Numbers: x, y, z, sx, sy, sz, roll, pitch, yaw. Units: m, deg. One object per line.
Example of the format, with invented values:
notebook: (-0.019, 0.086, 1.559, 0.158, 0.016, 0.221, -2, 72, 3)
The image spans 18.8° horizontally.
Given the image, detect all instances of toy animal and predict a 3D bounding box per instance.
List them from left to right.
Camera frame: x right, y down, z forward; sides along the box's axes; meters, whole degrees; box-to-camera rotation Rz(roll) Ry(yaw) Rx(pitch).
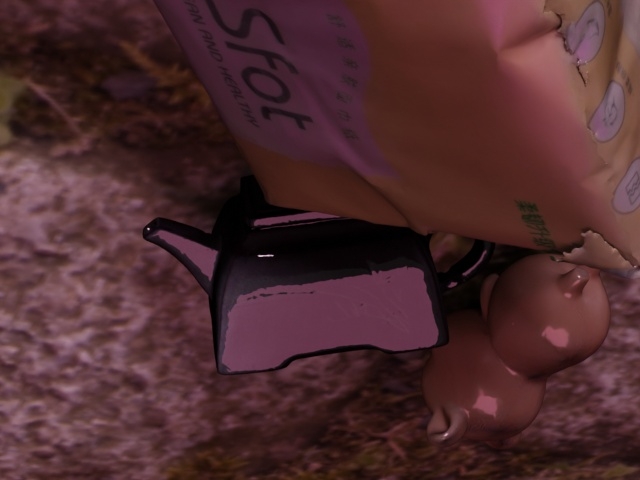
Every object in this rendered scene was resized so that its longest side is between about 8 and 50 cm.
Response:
toy animal: (0.107, 0.060, 1.065, 0.083, 0.089, 0.150, 16, 127, -23)

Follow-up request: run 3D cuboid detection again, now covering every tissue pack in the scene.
tissue pack: (0.032, -0.109, 0.773, 0.215, 0.123, 0.256, 10, 148, 29)

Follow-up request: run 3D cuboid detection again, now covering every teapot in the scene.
teapot: (0.000, 0.000, 0.977, 0.177, 0.087, 0.096, -7, 119, -3)
